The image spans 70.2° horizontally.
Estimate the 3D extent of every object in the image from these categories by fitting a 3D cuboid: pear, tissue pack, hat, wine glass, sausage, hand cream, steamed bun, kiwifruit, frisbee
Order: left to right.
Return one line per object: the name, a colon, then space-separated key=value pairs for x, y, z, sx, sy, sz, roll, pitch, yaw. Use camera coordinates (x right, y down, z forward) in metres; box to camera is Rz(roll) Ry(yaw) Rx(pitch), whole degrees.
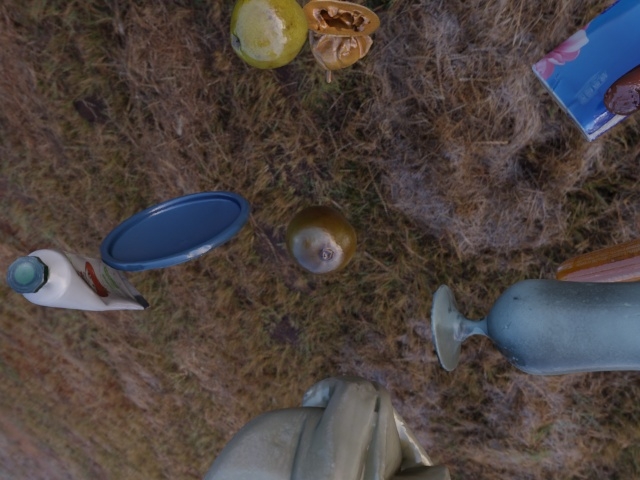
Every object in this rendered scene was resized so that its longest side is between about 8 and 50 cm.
hand cream: x=-0.388 y=0.069 z=0.765 sx=0.121 sy=0.076 sz=0.336 roll=53 pitch=175 yaw=7
frisbee: x=-0.269 y=-0.014 z=0.871 sx=0.289 sy=0.289 sz=0.049 roll=6 pitch=124 yaw=31
pear: x=-0.146 y=-0.561 z=1.218 sx=0.208 sy=0.209 sz=0.209 roll=19 pitch=135 yaw=20
kiwifruit: x=0.000 y=0.000 z=1.254 sx=0.195 sy=0.234 sz=0.196 roll=-1 pitch=106 yaw=-4
hat: x=0.040 y=-0.596 z=1.445 sx=0.233 sy=0.244 sz=0.233 roll=24 pitch=143 yaw=8
steamed bun: x=0.047 y=0.388 z=0.610 sx=0.254 sy=0.342 sz=0.368 roll=6 pitch=121 yaw=44
wine glass: x=0.243 y=0.089 z=0.477 sx=0.230 sy=0.103 sz=0.103 roll=-8 pitch=122 yaw=34
sausage: x=0.519 y=0.050 z=0.835 sx=0.071 sy=0.071 sz=0.234 roll=39 pitch=159 yaw=-2
tissue pack: x=0.634 y=-0.378 z=0.968 sx=0.269 sy=0.137 sz=0.209 roll=-36 pitch=70 yaw=27
sausage: x=0.575 y=-0.277 z=0.815 sx=0.076 sy=0.141 sz=0.076 roll=55 pitch=178 yaw=4
